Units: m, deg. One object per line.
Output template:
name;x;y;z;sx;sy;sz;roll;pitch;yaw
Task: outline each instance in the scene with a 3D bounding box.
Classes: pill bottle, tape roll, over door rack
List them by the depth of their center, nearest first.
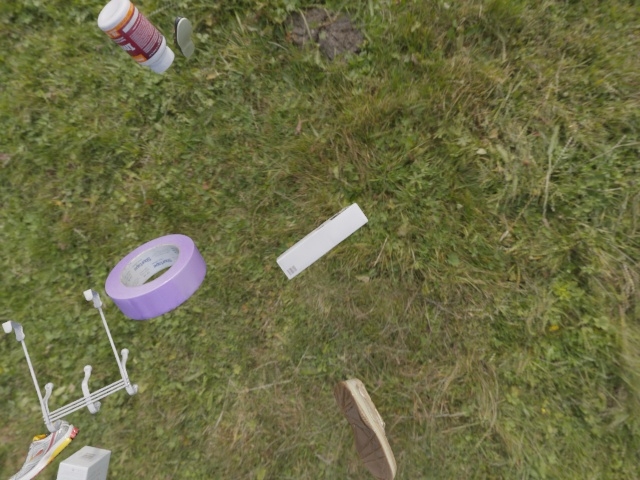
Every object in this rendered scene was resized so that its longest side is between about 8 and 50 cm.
pill bottle;-0.403;-0.449;0.942;0.085;0.152;0.086;-12;63;24
over door rack;-0.689;0.330;1.200;0.239;0.108;0.325;-24;88;-14
tape roll;-0.483;0.101;1.256;0.274;0.275;0.090;-13;125;10

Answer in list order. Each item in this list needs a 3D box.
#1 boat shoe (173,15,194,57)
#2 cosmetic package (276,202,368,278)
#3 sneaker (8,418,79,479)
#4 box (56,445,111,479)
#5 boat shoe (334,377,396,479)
boat shoe;-0.330;-0.486;1.003;0.042;0.133;0.049;41;79;-4
cosmetic package;0.000;0.000;1.063;0.239;0.099;0.061;-37;92;-6
sneaker;-0.880;0.664;1.335;0.093;0.088;0.225;45;71;-6
box;-0.738;0.752;1.308;0.090;0.130;0.171;9;85;4
boat shoe;0.171;0.628;1.434;0.122;0.110;0.341;-46;59;35
